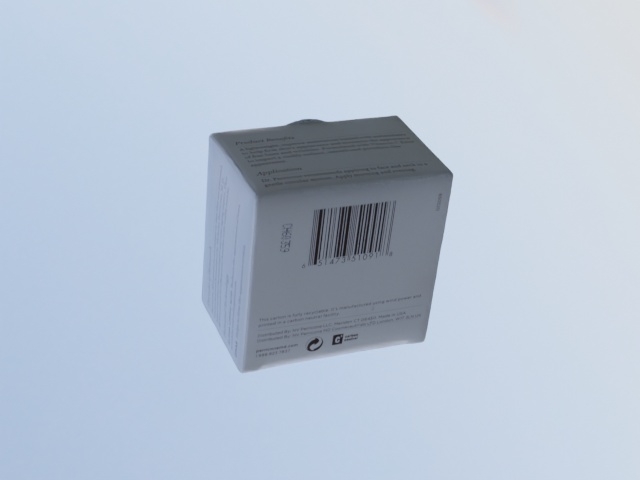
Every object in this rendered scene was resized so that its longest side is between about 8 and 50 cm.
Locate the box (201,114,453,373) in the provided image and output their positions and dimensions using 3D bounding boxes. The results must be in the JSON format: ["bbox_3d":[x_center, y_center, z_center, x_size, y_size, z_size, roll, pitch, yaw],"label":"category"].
[{"bbox_3d":[0.000,0.000,1.042,0.181,0.182,0.119,-7,-146,-21],"label":"box"}]
